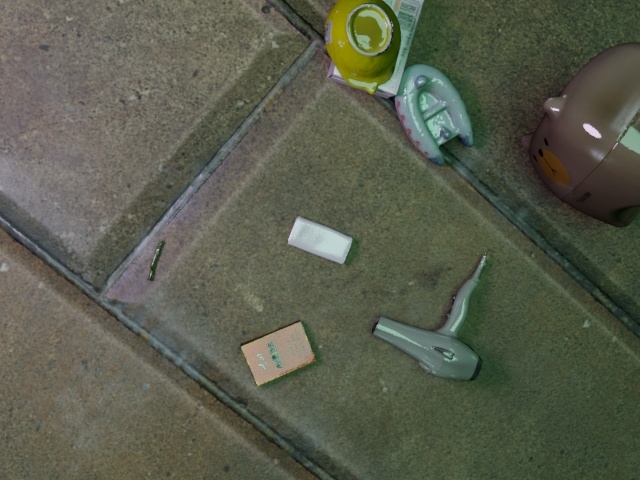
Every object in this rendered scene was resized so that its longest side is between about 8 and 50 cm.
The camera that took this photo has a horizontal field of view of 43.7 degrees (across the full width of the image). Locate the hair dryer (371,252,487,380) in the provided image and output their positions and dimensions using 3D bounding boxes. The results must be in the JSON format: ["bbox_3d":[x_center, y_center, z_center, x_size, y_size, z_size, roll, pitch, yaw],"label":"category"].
[{"bbox_3d":[0.224,0.146,1.637,0.229,0.092,0.267,7,79,-4],"label":"hair dryer"}]

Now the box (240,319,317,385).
[{"bbox_3d":[-0.084,0.226,1.603,0.133,0.023,0.090,-21,95,-8],"label":"box"}]

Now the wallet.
[{"bbox_3d":[0.000,0.000,1.600,0.122,0.025,0.061,21,88,-11],"label":"wallet"}]

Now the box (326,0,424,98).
[{"bbox_3d":[0.107,-0.393,1.565,0.135,0.081,0.199,17,89,-10],"label":"box"}]

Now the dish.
[{"bbox_3d":[0.086,-0.380,1.485,0.148,0.080,0.208,-14,94,-7],"label":"dish"}]

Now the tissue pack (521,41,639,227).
[{"bbox_3d":[0.554,-0.200,1.501,0.277,0.387,0.267,38,87,8],"label":"tissue pack"}]

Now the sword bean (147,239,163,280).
[{"bbox_3d":[-0.323,0.039,1.556,0.012,0.012,0.083,16,92,-10],"label":"sword bean"}]

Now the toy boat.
[{"bbox_3d":[0.228,-0.257,1.596,0.134,0.079,0.208,-30,100,-4],"label":"toy boat"}]
